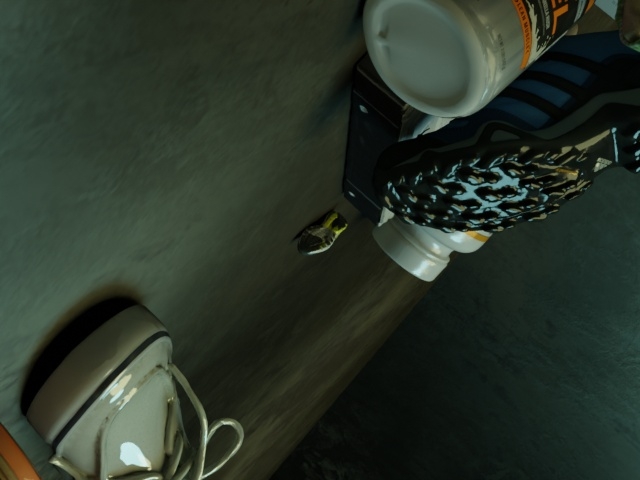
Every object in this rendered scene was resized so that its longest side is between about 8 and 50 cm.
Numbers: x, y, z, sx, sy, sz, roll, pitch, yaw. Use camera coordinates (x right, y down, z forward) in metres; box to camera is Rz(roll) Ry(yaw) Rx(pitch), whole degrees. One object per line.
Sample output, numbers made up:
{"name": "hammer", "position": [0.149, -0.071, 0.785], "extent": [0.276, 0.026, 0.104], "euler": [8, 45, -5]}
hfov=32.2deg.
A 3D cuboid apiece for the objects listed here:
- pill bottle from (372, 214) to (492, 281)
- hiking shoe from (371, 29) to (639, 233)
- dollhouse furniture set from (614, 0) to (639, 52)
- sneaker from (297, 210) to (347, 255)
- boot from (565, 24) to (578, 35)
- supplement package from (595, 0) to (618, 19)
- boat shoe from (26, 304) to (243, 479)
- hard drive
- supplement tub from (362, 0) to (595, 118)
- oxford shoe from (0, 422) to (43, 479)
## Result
{"name": "pill bottle", "position": [0.178, -0.072, 1.373], "extent": [0.245, 0.136, 0.136], "euler": [-51, 169, 15]}
{"name": "hiking shoe", "position": [0.184, -0.100, 0.935], "extent": [0.304, 0.132, 0.113], "euler": [-16, 142, -2]}
{"name": "dollhouse furniture set", "position": [0.312, -0.222, 0.915], "extent": [0.151, 0.198, 0.301], "euler": [137, -31, -64]}
{"name": "sneaker", "position": [0.000, 0.000, 1.202], "extent": [0.083, 0.031, 0.035], "euler": [-36, 165, -49]}
{"name": "boot", "position": [0.293, -0.252, 1.449], "extent": [0.118, 0.042, 0.087], "euler": [-49, 168, 3]}
{"name": "supplement package", "position": [0.390, -0.355, 1.189], "extent": [0.244, 0.139, 0.134], "euler": [-45, 170, -24]}
{"name": "boat shoe", "position": [-0.146, 0.183, 0.930], "extent": [0.136, 0.156, 0.367], "euler": [-43, 169, -27]}
{"name": "hard drive", "position": [0.125, -0.155, 1.061], "extent": [0.237, 0.064, 0.339], "euler": [-46, 169, -13]}
{"name": "supplement tub", "position": [0.130, -0.184, 0.818], "extent": [0.190, 0.117, 0.117], "euler": [-42, 168, -31]}
{"name": "oxford shoe", "position": [-0.260, 0.224, 0.716], "extent": [0.133, 0.130, 0.363], "euler": [-31, 161, -40]}
